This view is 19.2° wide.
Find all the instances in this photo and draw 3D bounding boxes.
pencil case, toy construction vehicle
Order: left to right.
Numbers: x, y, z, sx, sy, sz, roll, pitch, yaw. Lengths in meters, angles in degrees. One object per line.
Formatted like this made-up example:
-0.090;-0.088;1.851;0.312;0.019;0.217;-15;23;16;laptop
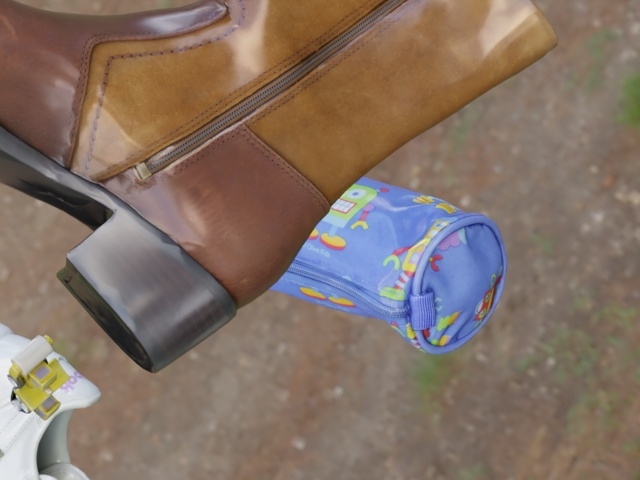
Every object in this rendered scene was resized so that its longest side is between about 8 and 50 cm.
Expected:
-0.174;0.099;1.082;0.086;0.035;0.098;-42;-8;-27;toy construction vehicle
0.000;0.000;1.568;0.306;0.119;0.133;18;42;35;pencil case

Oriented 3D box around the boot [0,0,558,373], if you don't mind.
-0.055;-0.119;0.915;0.280;0.264;0.096;-42;0;-16;boot

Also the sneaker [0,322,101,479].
-0.264;0.216;1.435;0.114;0.152;0.305;-30;-38;-77;sneaker
